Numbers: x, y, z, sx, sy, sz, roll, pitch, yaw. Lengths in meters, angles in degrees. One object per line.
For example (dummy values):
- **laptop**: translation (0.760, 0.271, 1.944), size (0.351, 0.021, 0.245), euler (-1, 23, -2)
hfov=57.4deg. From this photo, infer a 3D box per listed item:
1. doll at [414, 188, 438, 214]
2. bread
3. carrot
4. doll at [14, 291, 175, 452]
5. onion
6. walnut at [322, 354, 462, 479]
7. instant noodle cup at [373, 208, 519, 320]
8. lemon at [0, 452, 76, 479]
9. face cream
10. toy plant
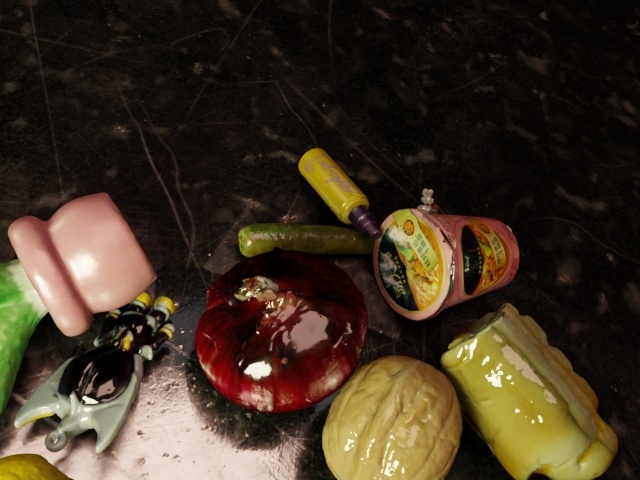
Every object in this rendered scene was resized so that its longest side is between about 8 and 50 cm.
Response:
- **doll**: translation (0.267, -0.085, 1.439), size (0.058, 0.040, 0.085), euler (24, 51, 10)
- **bread**: translation (0.376, 0.300, 1.091), size (0.341, 0.210, 0.300), euler (49, 22, 10)
- **carrot**: translation (0.000, 0.000, 1.258), size (0.358, 0.074, 0.074), euler (0, 56, -22)
- **doll**: translation (-0.350, 0.206, 0.960), size (0.145, 0.103, 0.316), euler (29, 44, -5)
- **onion**: translation (-0.066, 0.139, 1.016), size (0.313, 0.233, 0.314), euler (-2, 47, 2)
- **walnut**: translation (0.121, 0.317, 0.981), size (0.224, 0.225, 0.261), euler (36, 54, 7)
- **instant noodle cup**: translation (0.281, 0.038, 1.251), size (0.254, 0.244, 0.244), euler (-6, 58, -34)
- **lemon**: translation (-0.420, 0.379, 0.768), size (0.193, 0.181, 0.181), euler (-19, 62, -6)
- **face cream**: translation (0.049, -0.099, 1.306), size (0.078, 0.078, 0.273), euler (-16, 51, -29)
- **toy plant**: translation (-0.448, 0.087, 0.939), size (0.356, 0.211, 0.317), euler (-27, 63, -24)
